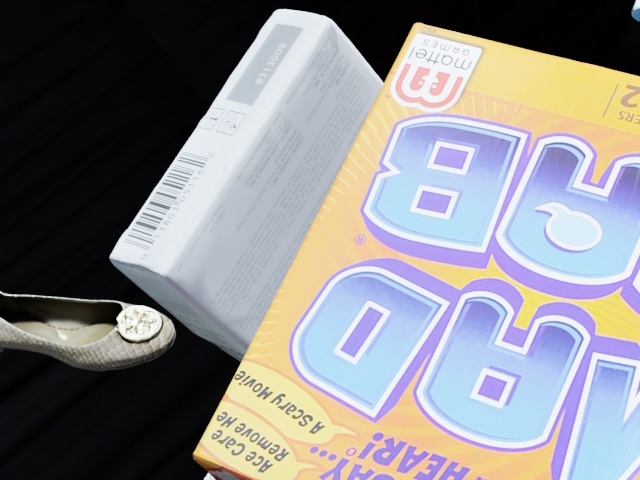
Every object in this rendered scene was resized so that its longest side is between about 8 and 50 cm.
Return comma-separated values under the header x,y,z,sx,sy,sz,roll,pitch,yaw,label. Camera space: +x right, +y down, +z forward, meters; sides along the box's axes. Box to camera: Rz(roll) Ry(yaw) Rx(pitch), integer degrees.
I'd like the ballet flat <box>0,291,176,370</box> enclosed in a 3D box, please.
x,y,z,sx,sy,sz,roll,pitch,yaw,label
-0.273,0.085,1.504,0.084,0.250,0.058,-64,152,-47,ballet flat

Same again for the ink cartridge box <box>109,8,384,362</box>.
x,y,z,sx,sy,sz,roll,pitch,yaw,label
0.000,0.000,1.483,0.091,0.308,0.385,17,-21,43,ink cartridge box

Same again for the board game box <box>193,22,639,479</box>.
x,y,z,sx,sy,sz,roll,pitch,yaw,label
0.191,0.119,1.043,0.356,0.356,0.356,18,-21,25,board game box

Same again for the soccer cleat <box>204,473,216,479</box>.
x,y,z,sx,sy,sz,roll,pitch,yaw,label
-0.103,0.267,1.538,0.076,0.196,0.068,14,-17,-19,soccer cleat

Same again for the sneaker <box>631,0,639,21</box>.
x,y,z,sx,sy,sz,roll,pitch,yaw,label
0.403,-0.246,1.447,0.087,0.092,0.228,14,3,41,sneaker
